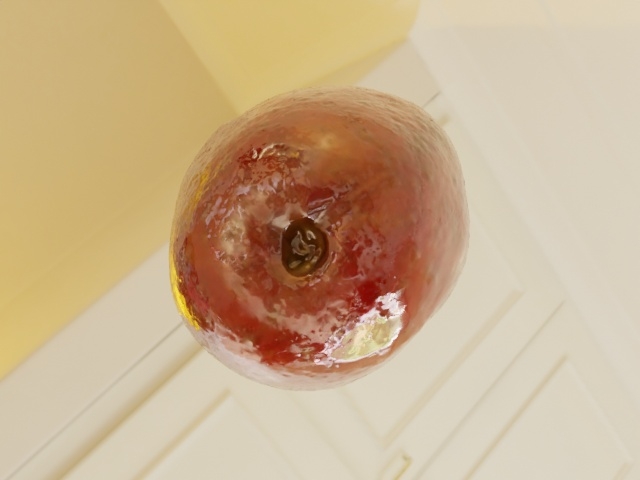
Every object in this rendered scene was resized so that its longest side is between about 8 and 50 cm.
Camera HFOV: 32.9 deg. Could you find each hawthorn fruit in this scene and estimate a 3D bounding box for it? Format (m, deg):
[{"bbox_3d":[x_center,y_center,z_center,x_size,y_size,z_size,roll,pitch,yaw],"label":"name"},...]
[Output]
[{"bbox_3d":[0.000,0.000,0.947,0.284,0.284,0.284,32,-33,24],"label":"hawthorn fruit"}]
